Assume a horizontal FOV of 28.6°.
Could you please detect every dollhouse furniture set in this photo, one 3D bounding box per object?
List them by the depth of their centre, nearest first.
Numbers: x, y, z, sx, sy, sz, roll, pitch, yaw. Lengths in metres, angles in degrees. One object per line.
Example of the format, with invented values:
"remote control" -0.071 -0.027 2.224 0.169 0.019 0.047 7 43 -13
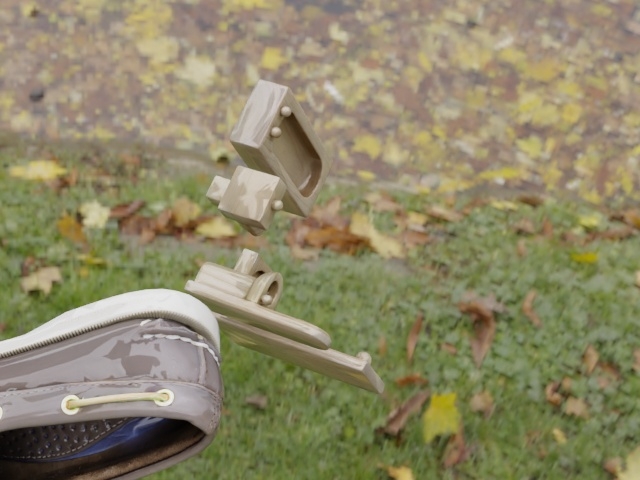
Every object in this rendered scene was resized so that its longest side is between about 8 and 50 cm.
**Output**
"dollhouse furniture set" 0.000 0.000 0.871 0.123 0.144 0.151 18 73 24

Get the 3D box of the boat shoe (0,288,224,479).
"boat shoe" -0.213 0.134 0.810 0.324 0.116 0.096 -20 43 7
